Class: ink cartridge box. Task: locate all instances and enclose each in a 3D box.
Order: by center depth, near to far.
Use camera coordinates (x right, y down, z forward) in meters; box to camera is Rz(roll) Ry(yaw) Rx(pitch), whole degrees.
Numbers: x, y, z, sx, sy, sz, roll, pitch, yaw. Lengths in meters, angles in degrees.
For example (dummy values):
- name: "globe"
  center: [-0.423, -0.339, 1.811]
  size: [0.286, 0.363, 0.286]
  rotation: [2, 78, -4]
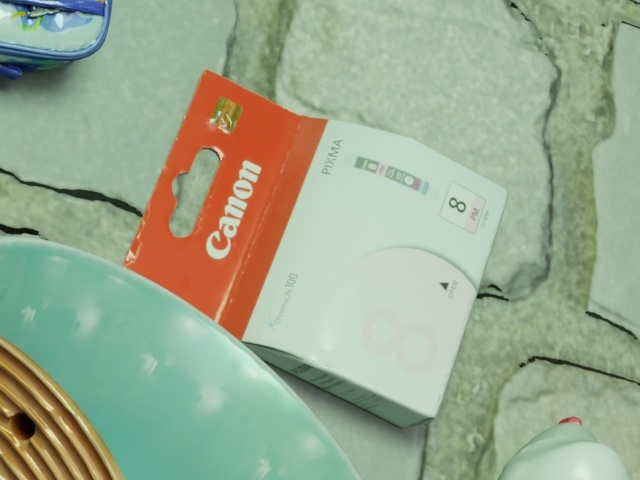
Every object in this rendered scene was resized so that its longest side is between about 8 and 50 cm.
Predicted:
- name: "ink cartridge box"
  center: [0.000, 0.000, 1.373]
  size: [0.232, 0.066, 0.189]
  rotation: [28, 65, -17]

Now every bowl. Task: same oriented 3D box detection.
- name: "bowl"
  center: [-0.128, 0.160, 1.161]
  size: [0.311, 0.311, 0.163]
  rotation: [35, 107, -9]

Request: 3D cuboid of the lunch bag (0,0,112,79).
- name: "lunch bag"
  center: [-0.241, -0.202, 1.301]
  size: [0.219, 0.090, 0.176]
  rotation: [8, 87, -19]

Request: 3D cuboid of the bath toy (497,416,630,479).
- name: "bath toy"
  center: [0.272, 0.228, 1.378]
  size: [0.348, 0.151, 0.129]
  rotation: [27, 27, -11]

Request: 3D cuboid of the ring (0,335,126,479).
- name: "ring"
  center: [-0.225, 0.188, 1.025]
  size: [0.336, 0.337, 0.032]
  rotation: [63, 24, 5]
